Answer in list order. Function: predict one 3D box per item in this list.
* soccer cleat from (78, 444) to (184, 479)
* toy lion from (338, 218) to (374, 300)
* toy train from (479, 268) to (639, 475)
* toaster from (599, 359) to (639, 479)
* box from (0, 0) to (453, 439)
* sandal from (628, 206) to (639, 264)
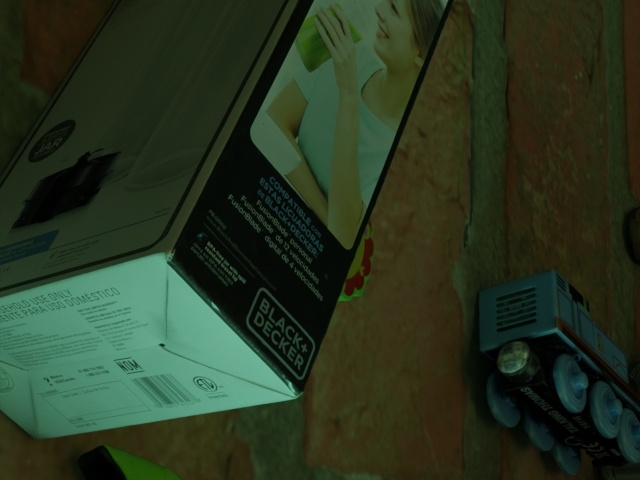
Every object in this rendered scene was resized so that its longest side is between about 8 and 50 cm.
[{"bbox_3d":[-0.102,0.175,0.553,0.072,0.060,0.179,37,45,-30],"label":"soccer cleat"},{"bbox_3d":[0.000,0.000,0.762,0.100,0.034,0.096,-56,132,-45],"label":"toy lion"},{"bbox_3d":[0.185,0.102,0.940,0.184,0.080,0.105,39,45,-41],"label":"toy train"},{"bbox_3d":[0.330,0.167,1.055,0.129,0.146,0.227,59,40,-25],"label":"toaster"},{"bbox_3d":[-0.050,-0.056,0.595,0.087,0.169,0.290,50,46,-30],"label":"box"},{"bbox_3d":[0.348,-0.017,1.217,0.180,0.049,0.072,-19,95,-54],"label":"sandal"}]
